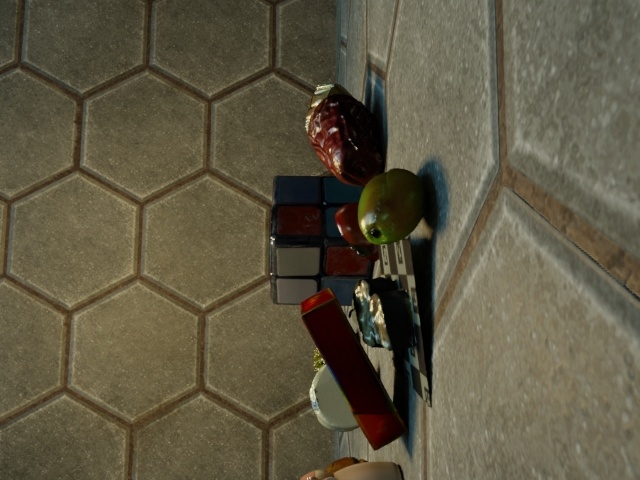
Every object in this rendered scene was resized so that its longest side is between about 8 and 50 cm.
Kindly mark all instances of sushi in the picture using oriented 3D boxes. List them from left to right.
[{"bbox_3d":[0.110,0.149,1.090,0.373,0.100,0.296,167,96,-87],"label":"sushi"}]

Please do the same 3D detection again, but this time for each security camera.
[{"bbox_3d":[0.069,0.447,1.565,0.236,0.194,0.195,83,-173,-69],"label":"security camera"}]

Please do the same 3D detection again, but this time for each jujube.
[{"bbox_3d":[0.078,-0.280,1.562,0.342,0.216,0.216,-112,20,-52],"label":"jujube"}]

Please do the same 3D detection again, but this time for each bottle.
[{"bbox_3d":[0.053,0.553,1.169,0.147,0.236,0.147,180,90,-88],"label":"bottle"}]

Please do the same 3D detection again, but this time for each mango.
[{"bbox_3d":[0.131,-0.070,0.973,0.111,0.125,0.233,62,-153,-12],"label":"mango"}]

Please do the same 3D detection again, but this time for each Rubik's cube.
[{"bbox_3d":[0.000,0.000,1.749,0.313,0.316,0.318,94,175,-46],"label":"Rubik's cube"}]

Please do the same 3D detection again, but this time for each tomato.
[{"bbox_3d":[0.116,-0.032,1.331,0.091,0.159,0.139,-39,31,28],"label":"tomato"}]

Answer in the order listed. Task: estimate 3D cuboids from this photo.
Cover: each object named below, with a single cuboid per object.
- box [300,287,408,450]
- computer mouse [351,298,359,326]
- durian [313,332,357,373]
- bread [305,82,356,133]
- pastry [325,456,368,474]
[{"bbox_3d":[0.063,0.264,1.179,0.313,0.089,0.197,61,177,-2],"label":"box"},{"bbox_3d":[0.133,0.208,1.548,0.181,0.056,0.089,-142,50,-77],"label":"computer mouse"},{"bbox_3d":[0.062,0.421,2.002,0.237,0.176,0.200,-69,3,-63],"label":"durian"},{"bbox_3d":[0.049,-0.396,1.815,0.210,0.110,0.192,32,-113,-41],"label":"bread"},{"bbox_3d":[0.085,0.742,1.407,0.356,0.164,0.356,175,90,-89],"label":"pastry"}]
